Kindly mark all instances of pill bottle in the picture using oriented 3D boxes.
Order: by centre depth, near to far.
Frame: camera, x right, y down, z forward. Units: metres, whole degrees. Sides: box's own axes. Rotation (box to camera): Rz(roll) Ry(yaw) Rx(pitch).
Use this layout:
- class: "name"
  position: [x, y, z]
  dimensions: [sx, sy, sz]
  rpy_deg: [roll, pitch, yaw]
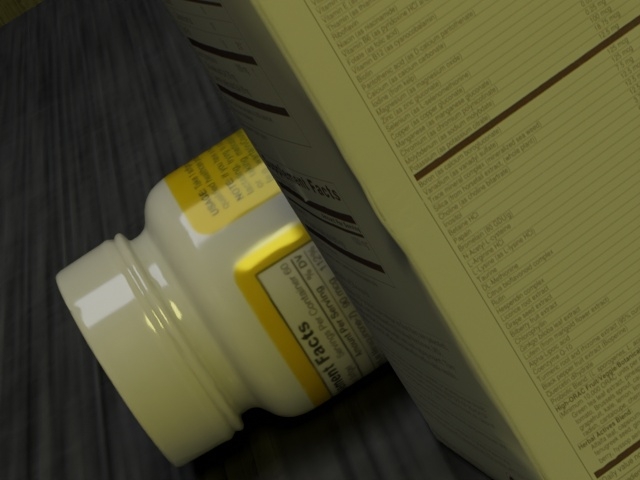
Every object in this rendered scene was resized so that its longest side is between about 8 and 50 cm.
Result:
- class: "pill bottle"
  position: [0.000, 0.000, 0.850]
  dimensions: [0.208, 0.119, 0.119]
  rpy_deg: [-32, 18, -2]

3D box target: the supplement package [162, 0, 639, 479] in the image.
- class: "supplement package"
  position: [0.057, -0.048, 0.681]
  dimensions: [0.139, 0.244, 0.134]
  rpy_deg: [-35, 18, -10]
